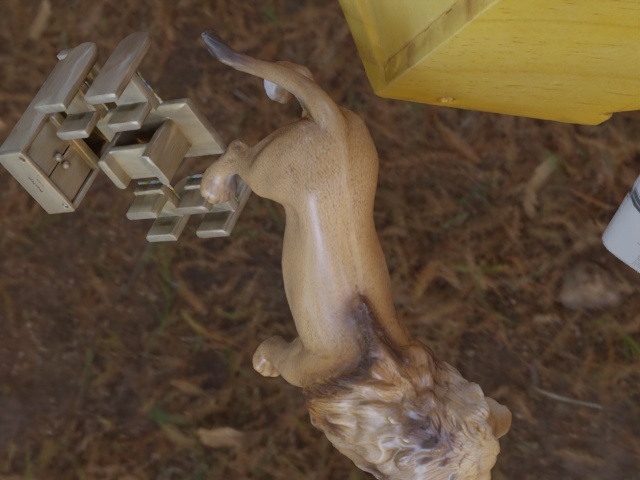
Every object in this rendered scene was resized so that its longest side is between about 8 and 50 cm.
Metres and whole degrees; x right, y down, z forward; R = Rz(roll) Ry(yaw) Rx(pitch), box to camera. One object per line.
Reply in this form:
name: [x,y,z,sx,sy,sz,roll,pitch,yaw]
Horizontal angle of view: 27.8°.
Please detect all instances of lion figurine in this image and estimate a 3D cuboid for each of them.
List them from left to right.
lion figurine: [0.013,0.017,1.025,0.142,0.392,0.240,-27,17,-19]

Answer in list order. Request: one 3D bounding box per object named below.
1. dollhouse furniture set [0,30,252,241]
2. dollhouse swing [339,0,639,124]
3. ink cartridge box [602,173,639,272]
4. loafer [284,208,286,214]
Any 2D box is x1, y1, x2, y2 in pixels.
dollhouse furniture set: [-0.203,-0.127,1.389,0.242,0.212,0.161,-3,48,37]
dollhouse swing: [0.186,-0.295,0.994,0.347,0.315,0.305,147,125,-64]
ink cartridge box: [0.162,-0.001,0.333,0.148,0.203,0.086,37,89,10]
loafer: [0.000,0.000,1.770,0.095,0.109,0.303,5,111,29]
